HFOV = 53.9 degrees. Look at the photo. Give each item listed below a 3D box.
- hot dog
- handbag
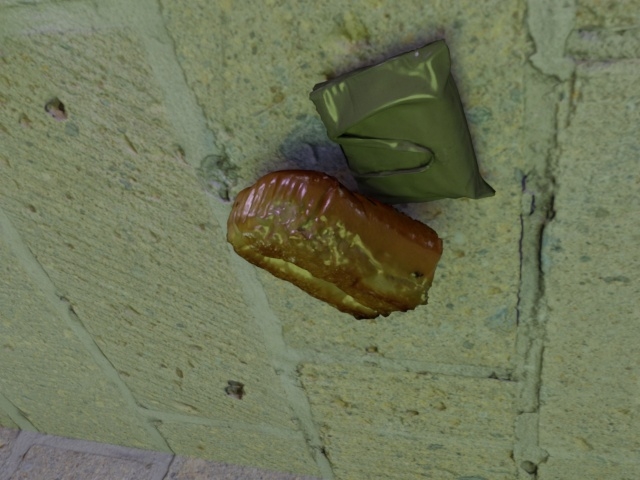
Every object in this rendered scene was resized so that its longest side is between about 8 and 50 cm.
[{"bbox_3d":[0.000,0.000,1.224,0.366,0.196,0.367,23,158,-18],"label":"hot dog"},{"bbox_3d":[0.139,-0.176,1.082,0.253,0.109,0.315,-4,139,30],"label":"handbag"}]
